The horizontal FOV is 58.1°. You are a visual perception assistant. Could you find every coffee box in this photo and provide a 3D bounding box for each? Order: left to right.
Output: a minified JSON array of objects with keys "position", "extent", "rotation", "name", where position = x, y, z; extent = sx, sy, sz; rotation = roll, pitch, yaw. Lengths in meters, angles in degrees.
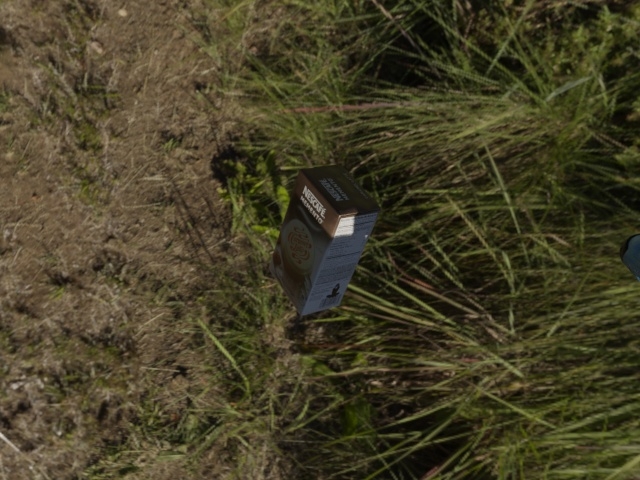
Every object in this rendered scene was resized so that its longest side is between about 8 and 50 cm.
[{"position":[0.000,0.000,1.071],"extent":[0.098,0.246,0.141],"rotation":[-10,46,-35],"name":"coffee box"}]

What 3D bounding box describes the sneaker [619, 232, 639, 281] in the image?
[{"position":[0.256,-0.019,0.354],"extent":[0.162,0.073,0.063],"rotation":[-28,128,-12],"name":"sneaker"}]
